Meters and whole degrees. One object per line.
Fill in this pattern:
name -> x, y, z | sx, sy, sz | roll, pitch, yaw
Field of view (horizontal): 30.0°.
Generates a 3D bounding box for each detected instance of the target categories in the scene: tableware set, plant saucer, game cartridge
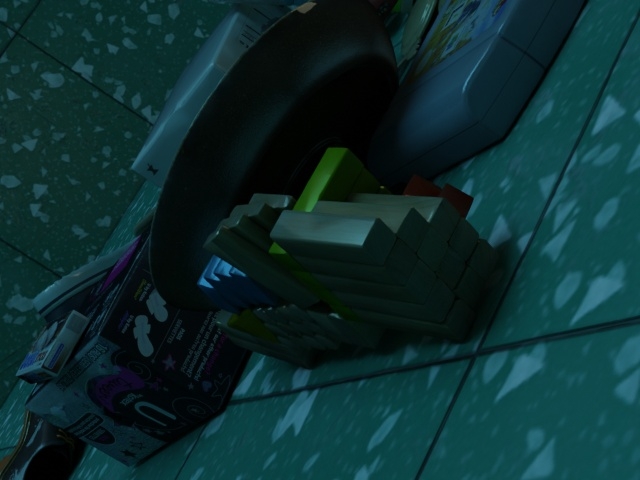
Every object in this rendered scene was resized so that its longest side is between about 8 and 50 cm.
tableware set -> 0.133, -0.241, 1.210 | 0.194, 0.039, 0.128 | 144, 145, -70
plant saucer -> -0.023, -0.060, 1.022 | 0.310, 0.050, 0.310 | -45, -23, -25
game cartridge -> 0.152, -0.190, 0.987 | 0.297, 0.062, 0.198 | -62, 10, -23

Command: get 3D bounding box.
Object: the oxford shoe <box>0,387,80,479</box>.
oxford shoe -> -0.360, 0.272, 1.651 | 0.098, 0.097, 0.271 | -11, 48, 44

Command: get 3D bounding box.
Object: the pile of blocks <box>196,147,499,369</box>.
pile of blocks -> 0.000, 0.000, 0.851 | 0.112, 0.149, 0.362 | -61, 14, -20

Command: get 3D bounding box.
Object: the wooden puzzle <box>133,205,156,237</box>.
wooden puzzle -> -0.153, -0.095, 1.747 | 0.221, 0.044, 0.239 | -38, -2, -34

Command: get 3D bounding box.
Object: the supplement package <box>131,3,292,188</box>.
supplement package -> -0.088, -0.162, 1.489 | 0.177, 0.175, 0.293 | -47, 15, 28

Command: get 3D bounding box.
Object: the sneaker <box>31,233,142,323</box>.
sneaker -> -0.233, 0.054, 1.645 | 0.321, 0.127, 0.126 | -34, -1, -33

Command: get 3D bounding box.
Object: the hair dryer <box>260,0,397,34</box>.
hair dryer -> 0.021, -0.222, 1.280 | 0.224, 0.080, 0.293 | -38, 38, 21

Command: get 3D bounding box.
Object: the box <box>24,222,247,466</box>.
box -> -0.178, 0.112, 1.230 | 0.247, 0.142, 0.163 | -40, 22, 53

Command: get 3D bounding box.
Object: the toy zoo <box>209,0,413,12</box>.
toy zoo -> -0.029, -0.337, 1.523 | 0.192, 0.293, 0.030 | -82, -5, -63

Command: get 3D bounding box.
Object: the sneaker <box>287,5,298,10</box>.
sneaker -> 0.023, -0.508, 2.090 | 0.236, 0.130, 0.323 | -49, 6, -15

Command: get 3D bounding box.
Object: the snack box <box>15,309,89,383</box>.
snack box -> -0.273, 0.110, 1.211 | 0.064, 0.022, 0.178 | -64, 15, -18
